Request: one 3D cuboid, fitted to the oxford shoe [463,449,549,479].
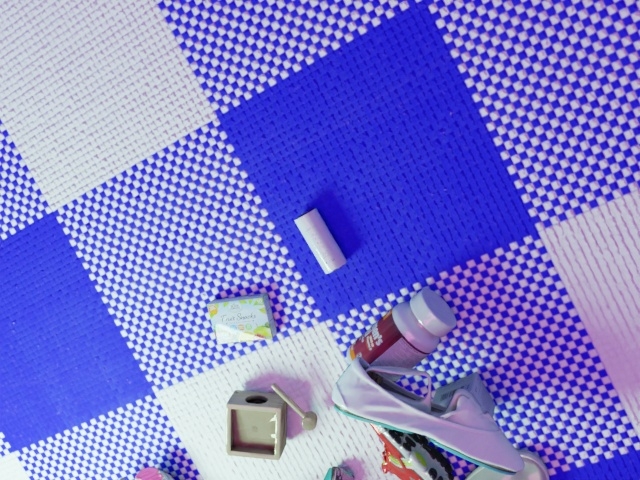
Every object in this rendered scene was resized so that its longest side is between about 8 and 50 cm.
[{"bbox_3d":[0.316,0.629,1.738,0.169,0.130,0.449,45,101,3],"label":"oxford shoe"}]

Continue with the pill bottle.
[{"bbox_3d":[0.168,0.204,1.685,0.121,0.121,0.221,46,114,1],"label":"pill bottle"}]

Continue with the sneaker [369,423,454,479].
[{"bbox_3d":[0.166,0.459,1.776,0.118,0.107,0.279,-38,89,33],"label":"sneaker"}]

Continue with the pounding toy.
[{"bbox_3d":[-0.105,0.395,1.853,0.205,0.094,0.181,3,102,8],"label":"pounding toy"}]

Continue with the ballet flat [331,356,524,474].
[{"bbox_3d":[0.221,0.333,1.594,0.400,0.139,0.139,19,111,8],"label":"ballet flat"}]

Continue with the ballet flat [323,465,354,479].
[{"bbox_3d":[0.011,0.617,1.893,0.079,0.077,0.222,26,113,-12],"label":"ballet flat"}]

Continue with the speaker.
[{"bbox_3d":[0.000,0.000,1.716,0.055,0.055,0.136,-29,95,23],"label":"speaker"}]

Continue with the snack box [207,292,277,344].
[{"bbox_3d":[-0.177,0.177,1.836,0.141,0.037,0.100,-9,101,20],"label":"snack box"}]

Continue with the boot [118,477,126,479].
[{"bbox_3d":[-0.435,0.735,2.036,0.211,0.104,0.295,23,129,18],"label":"boot"}]

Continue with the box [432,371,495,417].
[{"bbox_3d":[0.298,0.345,1.695,0.101,0.102,0.087,-28,94,22],"label":"box"}]

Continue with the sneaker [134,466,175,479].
[{"bbox_3d":[-0.361,0.666,1.994,0.102,0.111,0.252,-25,82,5],"label":"sneaker"}]
